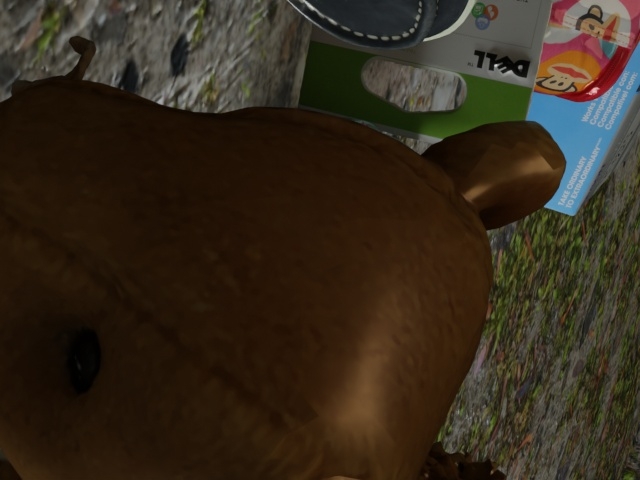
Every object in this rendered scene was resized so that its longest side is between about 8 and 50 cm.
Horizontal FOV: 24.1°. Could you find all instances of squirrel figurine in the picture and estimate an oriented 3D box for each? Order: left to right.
[{"bbox_3d":[-0.020,0.097,0.560,0.281,0.397,0.370,-54,-172,-33],"label":"squirrel figurine"}]

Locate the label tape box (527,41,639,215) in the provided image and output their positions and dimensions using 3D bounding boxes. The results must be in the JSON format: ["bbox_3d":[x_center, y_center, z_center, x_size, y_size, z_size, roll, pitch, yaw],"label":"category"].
[{"bbox_3d":[0.302,-0.166,1.656,0.348,0.115,0.249,-41,157,-60],"label":"label tape box"}]

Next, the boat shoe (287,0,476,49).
[{"bbox_3d":[-0.040,-0.191,0.721,0.500,0.187,0.156,43,63,-67],"label":"boat shoe"}]

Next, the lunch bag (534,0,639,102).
[{"bbox_3d":[0.184,-0.275,1.217,0.120,0.258,0.293,16,103,-29],"label":"lunch bag"}]

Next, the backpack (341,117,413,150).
[{"bbox_3d":[0.000,0.000,1.065,0.152,0.115,0.182,-21,121,-62],"label":"backpack"}]

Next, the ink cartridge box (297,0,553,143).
[{"bbox_3d":[0.103,-0.198,1.079,0.097,0.189,0.255,-2,106,-62],"label":"ink cartridge box"}]
